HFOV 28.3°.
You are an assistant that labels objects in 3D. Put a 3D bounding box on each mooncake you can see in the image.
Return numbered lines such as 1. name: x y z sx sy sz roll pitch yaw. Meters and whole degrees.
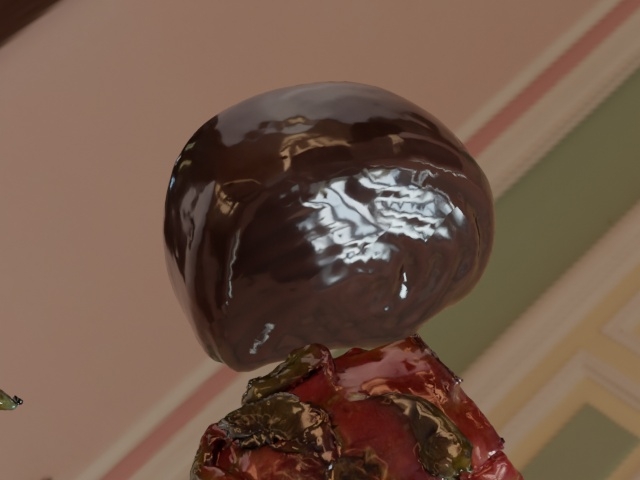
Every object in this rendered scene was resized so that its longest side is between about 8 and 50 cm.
1. mooncake: 0.000 0.000 1.278 0.334 0.326 0.174 -51 -140 11

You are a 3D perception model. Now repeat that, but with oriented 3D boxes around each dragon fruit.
1. dragon fruit: 0.013 0.231 0.996 0.291 0.269 0.250 -39 -122 -7

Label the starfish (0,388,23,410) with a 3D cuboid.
1. starfish: -0.384 0.038 0.776 0.358 0.347 0.078 5 -115 31
